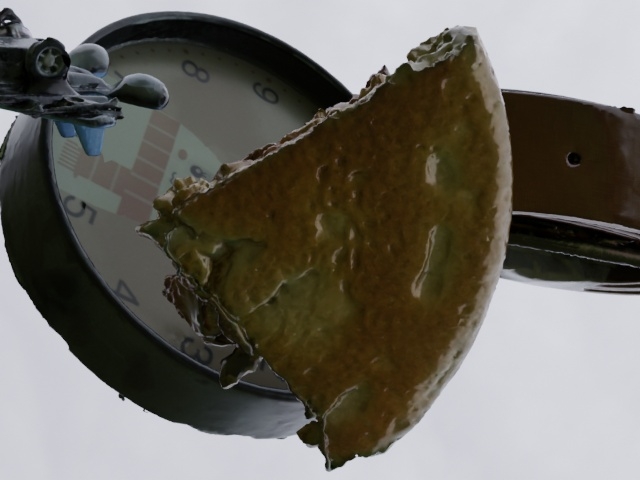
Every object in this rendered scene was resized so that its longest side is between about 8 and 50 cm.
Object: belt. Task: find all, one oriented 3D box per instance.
[{"bbox_3d":[0.168,-0.030,0.896,0.184,0.261,0.105,135,-38,-70],"label":"belt"}]

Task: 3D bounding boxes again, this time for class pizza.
[{"bbox_3d":[0.000,0.000,0.769,0.228,0.081,0.289,5,-71,-13],"label":"pizza"}]

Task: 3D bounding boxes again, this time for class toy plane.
[{"bbox_3d":[-0.229,-0.112,0.805,0.169,0.246,0.078,35,-71,45],"label":"toy plane"}]

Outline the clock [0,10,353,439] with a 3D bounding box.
[{"bbox_3d":[-0.072,-0.024,1.036,0.076,0.386,0.386,-42,-104,44],"label":"clock"}]
